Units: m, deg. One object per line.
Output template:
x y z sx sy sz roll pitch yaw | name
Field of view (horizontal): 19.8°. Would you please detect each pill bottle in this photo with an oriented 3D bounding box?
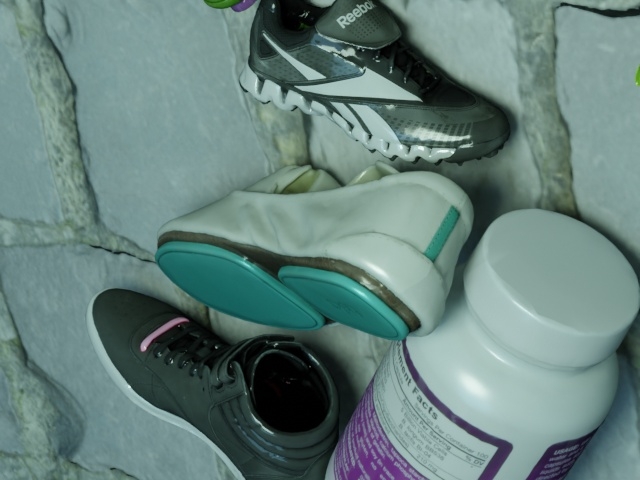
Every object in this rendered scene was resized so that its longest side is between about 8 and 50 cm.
0.126 0.122 1.409 0.169 0.169 0.301 37 132 13 | pill bottle

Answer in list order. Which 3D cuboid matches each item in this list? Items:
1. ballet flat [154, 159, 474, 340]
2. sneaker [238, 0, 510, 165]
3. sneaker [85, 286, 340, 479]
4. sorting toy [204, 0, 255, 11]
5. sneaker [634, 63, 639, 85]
0.000 0.000 1.439 0.400 0.139 0.139 3 120 63 | ballet flat
0.037 -0.131 1.384 0.234 0.078 0.106 23 130 27 | sneaker
-0.085 0.105 1.573 0.296 0.104 0.147 40 145 21 | sneaker
-0.066 -0.202 1.434 0.042 0.061 0.102 47 180 -36 | sorting toy
0.303 -0.120 1.187 0.234 0.084 0.097 -18 103 42 | sneaker
